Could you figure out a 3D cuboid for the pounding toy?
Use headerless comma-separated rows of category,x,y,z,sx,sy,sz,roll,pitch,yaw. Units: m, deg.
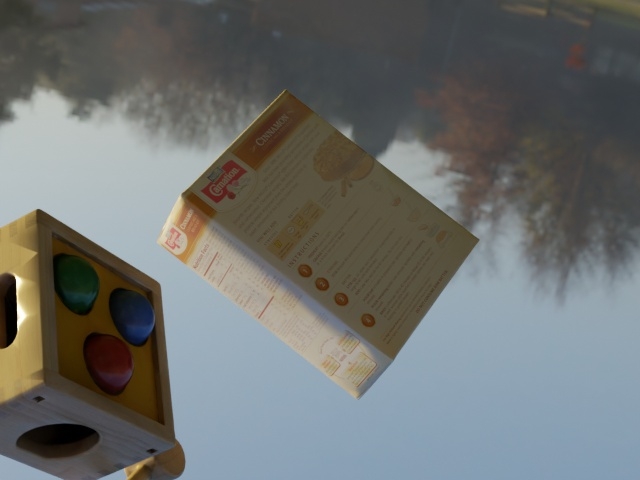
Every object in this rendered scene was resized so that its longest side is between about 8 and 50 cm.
pounding toy,-0.139,0.108,0.848,0.094,0.181,0.206,-25,144,21

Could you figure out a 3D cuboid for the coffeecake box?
coffeecake box,0.000,0.000,0.943,0.185,0.068,0.142,38,-129,3
